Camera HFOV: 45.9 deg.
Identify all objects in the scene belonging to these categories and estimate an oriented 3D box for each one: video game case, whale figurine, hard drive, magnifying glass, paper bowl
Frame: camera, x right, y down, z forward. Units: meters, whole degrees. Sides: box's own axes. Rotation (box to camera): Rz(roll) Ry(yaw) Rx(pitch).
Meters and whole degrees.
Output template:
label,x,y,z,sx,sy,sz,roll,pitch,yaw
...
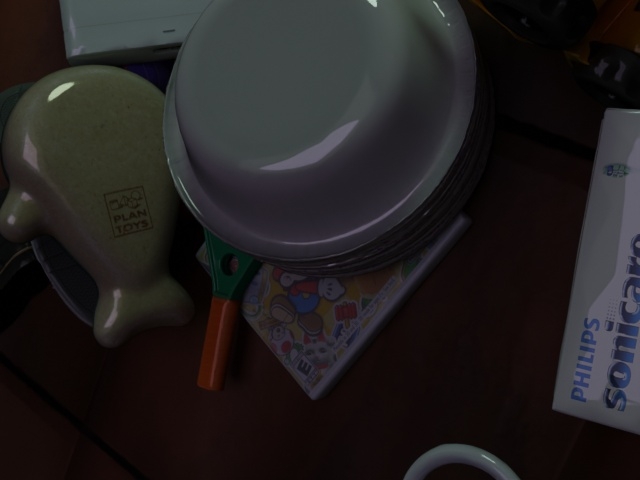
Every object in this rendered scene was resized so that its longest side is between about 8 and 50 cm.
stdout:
label,x,y,z,sx,sy,sz,roll,pitch,yaw
video game case,0.000,0.000,0.726,0.206,0.026,0.227,47,110,26
whale figurine,-0.215,-0.033,0.762,0.141,0.216,0.272,-11,96,59
hard drive,-0.176,-0.339,0.787,0.202,0.040,0.308,-9,81,-7
magnifying glass,-0.088,0.033,0.750,0.092,0.026,0.231,12,91,31
paper bowl,-0.005,-0.118,0.636,0.284,0.148,0.285,-5,75,20

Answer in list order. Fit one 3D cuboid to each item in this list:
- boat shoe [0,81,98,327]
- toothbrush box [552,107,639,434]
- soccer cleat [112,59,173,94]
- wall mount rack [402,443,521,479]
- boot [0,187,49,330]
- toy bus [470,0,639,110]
label,x,y,z,sx,sy,sz,roll,pitch,yaw
boat shoe,-0.282,-0.035,0.865,0.320,0.118,0.103,56,158,19
toothbrush box,0.314,0.038,0.472,0.283,0.122,0.206,10,92,31
soccer cleat,-0.217,-0.304,0.839,0.116,0.108,0.318,-28,72,18
wall mount rack,0.191,0.310,0.535,0.304,0.130,0.350,-15,79,34
boot,-0.427,0.032,0.969,0.197,0.077,0.137,-36,64,11
toy bus,0.176,-0.202,0.558,0.150,0.220,0.211,-58,30,4
